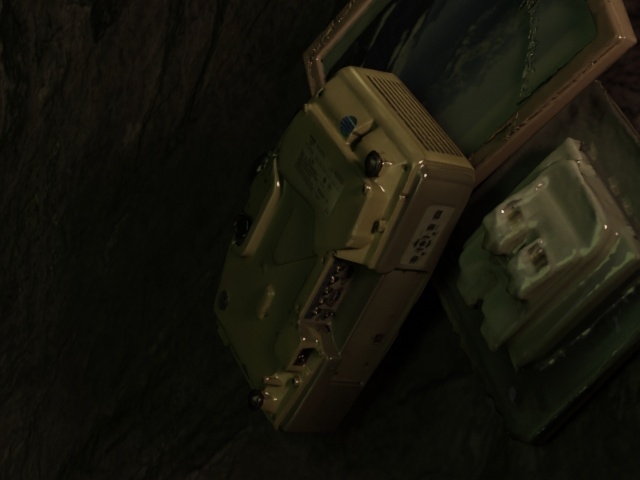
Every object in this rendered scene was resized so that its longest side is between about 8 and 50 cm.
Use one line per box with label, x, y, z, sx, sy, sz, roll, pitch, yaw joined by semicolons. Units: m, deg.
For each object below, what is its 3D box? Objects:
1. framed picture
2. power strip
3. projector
framed picture;0.099;-0.151;1.104;0.335;0.022;0.247;-44;47;43
power strip;0.155;0.009;0.986;0.213;0.064;0.198;-50;45;25
projector;0.000;0.000;1.115;0.269;0.088;0.193;-63;39;27
